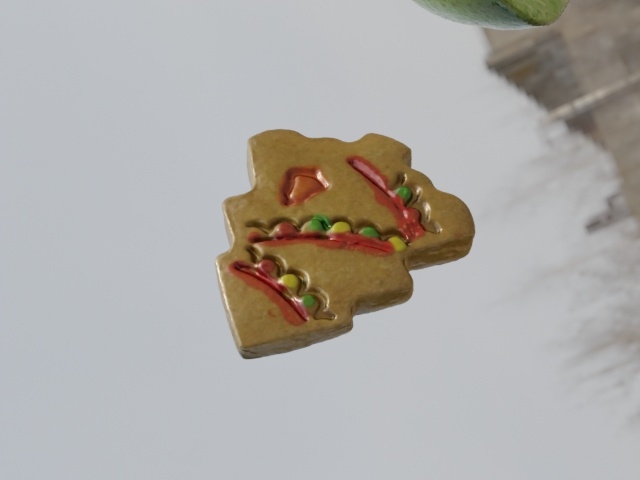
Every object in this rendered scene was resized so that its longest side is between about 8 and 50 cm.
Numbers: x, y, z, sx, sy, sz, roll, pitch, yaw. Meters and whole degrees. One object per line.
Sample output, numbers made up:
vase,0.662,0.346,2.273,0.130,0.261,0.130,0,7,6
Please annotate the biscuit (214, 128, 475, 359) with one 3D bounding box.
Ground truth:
biscuit,0.000,0.000,1.520,0.239,0.212,0.041,-54,-22,-32

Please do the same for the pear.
pear,0.151,-0.292,2.045,0.288,0.139,0.239,27,-151,-38
